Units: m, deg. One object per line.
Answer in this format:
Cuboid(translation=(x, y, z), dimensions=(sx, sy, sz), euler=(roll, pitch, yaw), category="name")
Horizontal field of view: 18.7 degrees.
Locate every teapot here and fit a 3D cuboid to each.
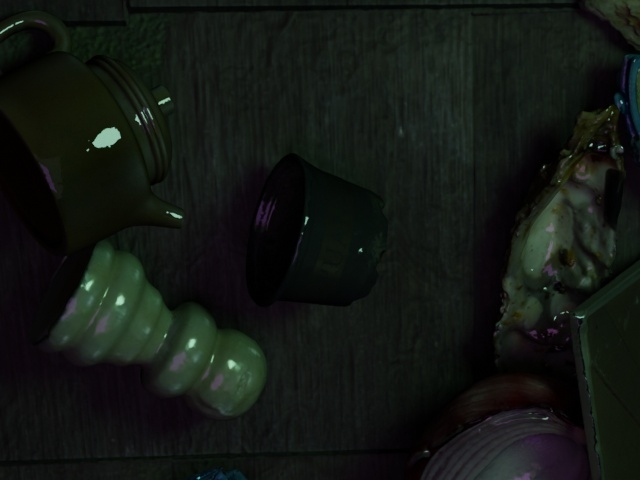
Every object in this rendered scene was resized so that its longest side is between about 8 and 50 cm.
Cuboid(translation=(-0.229, -0.111, 1.897), dimensions=(0.175, 0.185, 0.267), euler=(-30, 82, -23), category="teapot")

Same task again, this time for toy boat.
Cuboid(translation=(0.376, -0.094, 1.937), dimensions=(0.109, 0.098, 0.238), euler=(-44, 102, -4), category="toy boat")

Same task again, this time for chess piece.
Cuboid(translation=(-0.165, 0.104, 2.010), dimensions=(0.243, 0.133, 0.133), euler=(30, 109, -18), category="chess piece")

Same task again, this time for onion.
Cuboid(translation=(0.176, 0.237, 2.062), dimensions=(0.283, 0.120, 0.227), euler=(-36, 126, 20), category="onion")

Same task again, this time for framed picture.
Cuboid(translation=(0.331, 0.162, 2.007), dimensions=(0.019, 0.209, 0.281), euler=(6, 114, 39), category="framed picture")

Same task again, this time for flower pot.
Cuboid(translation=(0.000, 0.000, 1.959), dimensions=(0.107, 0.157, 0.157), euler=(14, 113, -22), category="flower pot")

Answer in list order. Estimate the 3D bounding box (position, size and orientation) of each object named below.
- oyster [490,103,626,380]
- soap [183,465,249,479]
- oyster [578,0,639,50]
Cuboid(translation=(0.254, 0.006, 1.998), dimensions=(0.129, 0.078, 0.345), euler=(8, 121, -1), category="oyster")
Cuboid(translation=(-0.073, 0.377, 2.148), dimensions=(0.156, 0.077, 0.293), euler=(-42, 107, 15), category="soap")
Cuboid(translation=(0.346, -0.231, 1.903), dimensions=(0.209, 0.072, 0.133), euler=(39, 104, -14), category="oyster")
